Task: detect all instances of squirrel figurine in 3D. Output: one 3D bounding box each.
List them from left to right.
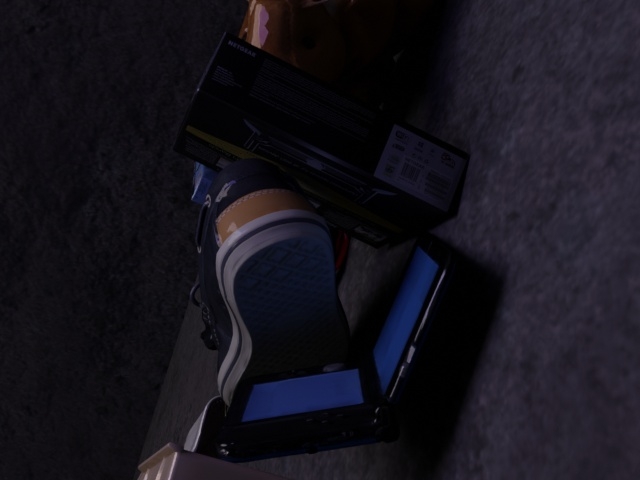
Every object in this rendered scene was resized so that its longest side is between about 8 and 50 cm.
[{"bbox_3d":[-0.003,-0.260,1.377,0.397,0.281,0.370,94,-165,-45],"label":"squirrel figurine"}]

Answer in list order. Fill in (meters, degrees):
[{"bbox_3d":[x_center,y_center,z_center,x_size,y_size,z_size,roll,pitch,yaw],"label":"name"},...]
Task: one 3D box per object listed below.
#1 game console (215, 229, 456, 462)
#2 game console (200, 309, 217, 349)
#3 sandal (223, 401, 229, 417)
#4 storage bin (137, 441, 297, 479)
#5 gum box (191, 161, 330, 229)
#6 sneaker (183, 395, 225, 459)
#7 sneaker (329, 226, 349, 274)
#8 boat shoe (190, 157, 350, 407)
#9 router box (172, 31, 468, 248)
[{"bbox_3d":[0.015,0.099,1.042,0.293,0.250,0.173,-84,-14,-86],"label":"game console"},{"bbox_3d":[-0.131,0.091,1.681,0.361,0.044,0.213,-34,49,58],"label":"game console"},{"bbox_3d":[-0.133,0.251,1.826,0.120,0.086,0.303,-96,10,-48],"label":"sandal"},{"bbox_3d":[-0.063,0.306,0.978,0.260,0.262,0.123,134,152,-65],"label":"storage bin"},{"bbox_3d":[-0.083,-0.068,1.348,0.041,0.184,0.157,-61,17,21],"label":"gum box"},{"bbox_3d":[-0.239,0.457,1.984,0.290,0.106,0.123,-66,6,-16],"label":"sneaker"},{"bbox_3d":[0.000,0.000,1.589,0.128,0.087,0.221,-56,31,30],"label":"sneaker"},{"bbox_3d":[-0.067,0.078,1.274,0.500,0.186,0.156,90,159,-56],"label":"boat shoe"},{"bbox_3d":[-0.012,-0.106,1.182,0.081,0.308,0.243,-67,11,-16],"label":"router box"}]
